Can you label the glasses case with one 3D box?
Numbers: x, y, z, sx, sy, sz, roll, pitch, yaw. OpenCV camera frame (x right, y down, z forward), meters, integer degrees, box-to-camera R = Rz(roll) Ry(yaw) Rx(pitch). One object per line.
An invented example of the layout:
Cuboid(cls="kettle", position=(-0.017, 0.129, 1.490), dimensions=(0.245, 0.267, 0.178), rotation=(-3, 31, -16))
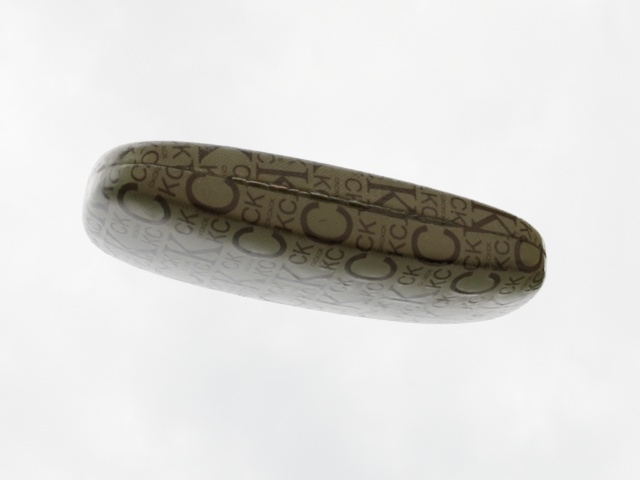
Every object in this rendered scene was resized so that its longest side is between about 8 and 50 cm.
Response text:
Cuboid(cls="glasses case", position=(0.000, 0.000, 0.685), dimensions=(0.354, 0.137, 0.085), rotation=(10, -115, -13))
